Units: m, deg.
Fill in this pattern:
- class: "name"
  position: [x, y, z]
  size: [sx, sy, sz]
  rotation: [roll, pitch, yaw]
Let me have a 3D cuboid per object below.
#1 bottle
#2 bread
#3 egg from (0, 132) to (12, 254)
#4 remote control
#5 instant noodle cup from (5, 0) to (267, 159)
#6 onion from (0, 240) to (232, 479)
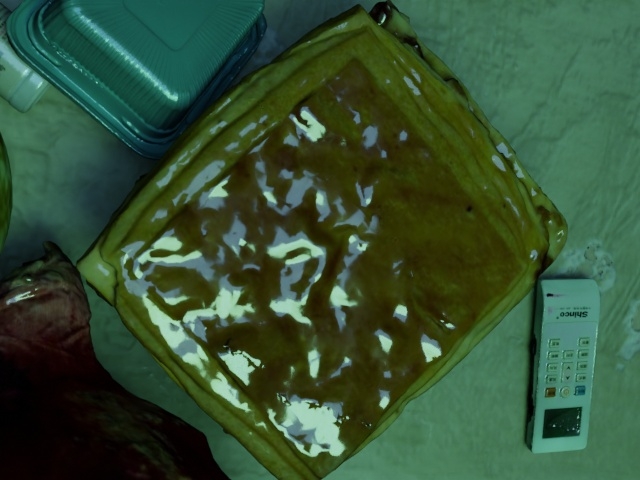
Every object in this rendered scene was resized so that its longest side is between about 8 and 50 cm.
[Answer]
- class: "bottle"
  position: [-0.289, -0.185, 0.674]
  size: [0.217, 0.060, 0.060]
  rotation: [41, 83, -16]
- class: "bread"
  position: [0.000, 0.000, 0.721]
  size: [0.324, 0.167, 0.277]
  rotation: [-45, 105, -18]
- class: "egg"
  position: [-0.342, -0.020, 0.583]
  size: [0.289, 0.238, 0.238]
  rotation: [-24, 102, 9]
- class: "remote control"
  position: [0.230, 0.118, 0.871]
  size: [0.065, 0.029, 0.166]
  rotation: [-1, 100, -18]
- class: "instant noodle cup"
  position: [-0.123, -0.170, 0.693]
  size: [0.157, 0.070, 0.179]
  rotation: [41, 61, -17]
- class: "onion"
  position: [-0.190, 0.196, 0.596]
  size: [0.398, 0.398, 0.420]
  rotation: [5, 77, -17]
